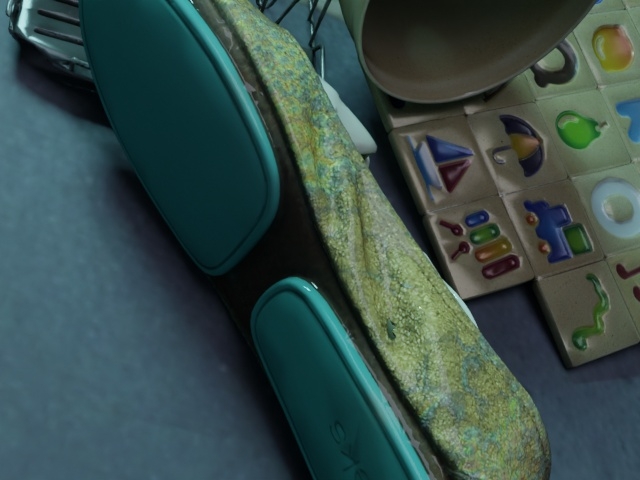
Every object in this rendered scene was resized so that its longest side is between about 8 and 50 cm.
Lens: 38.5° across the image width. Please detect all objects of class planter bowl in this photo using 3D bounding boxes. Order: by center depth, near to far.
[{"bbox_3d":[0.075,-0.176,0.533,0.162,0.162,0.109,-5,54,-31],"label":"planter bowl"}]

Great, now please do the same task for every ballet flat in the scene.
[{"bbox_3d":[0.000,0.000,0.452,0.123,0.123,0.348,-21,77,-37],"label":"ballet flat"}]

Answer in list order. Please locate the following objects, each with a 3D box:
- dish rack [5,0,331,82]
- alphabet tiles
[{"bbox_3d":[-0.078,-0.198,0.561,0.208,0.074,0.271,12,55,-21],"label":"dish rack"},{"bbox_3d":[0.201,-0.078,0.631,0.343,0.011,0.285,-14,75,-26],"label":"alphabet tiles"}]
